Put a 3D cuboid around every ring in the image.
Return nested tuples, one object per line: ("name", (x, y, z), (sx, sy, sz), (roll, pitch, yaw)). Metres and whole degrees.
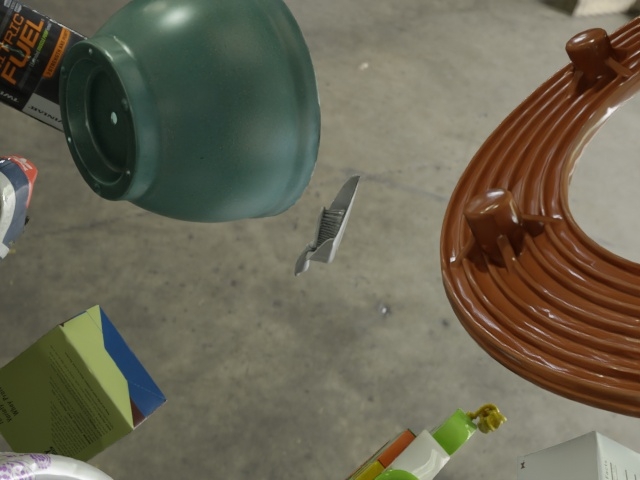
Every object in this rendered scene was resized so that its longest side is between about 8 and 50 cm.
("ring", (0.195, -0.061, 0.373), (0.337, 0.032, 0.336), (-25, 24, 12))

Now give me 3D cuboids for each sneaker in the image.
("sneaker", (-0.537, 0.009, 1.534), (0.131, 0.350, 0.148), (39, 29, -3))

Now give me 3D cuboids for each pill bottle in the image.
("pill bottle", (-0.409, -0.247, 1.275), (0.246, 0.130, 0.130), (26, 35, -23))

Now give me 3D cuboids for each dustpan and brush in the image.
("dustpan and brush", (0.000, 0.000, 1.576), (0.060, 0.211, 0.147), (19, 50, 3))

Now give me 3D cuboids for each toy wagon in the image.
("toy wagon", (0.044, 0.274, 1.007), (0.344, 0.267, 0.068), (-41, 81, -12))

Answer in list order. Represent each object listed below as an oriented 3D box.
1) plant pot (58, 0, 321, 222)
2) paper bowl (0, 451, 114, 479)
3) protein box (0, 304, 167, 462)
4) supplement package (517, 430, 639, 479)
("plant pot", (-0.167, -0.148, 1.102), (0.196, 0.293, 0.293), (-16, 49, -36))
("paper bowl", (-0.265, 0.307, 0.760), (0.148, 0.284, 0.284), (-6, 26, 36))
("protein box", (-0.399, 0.249, 1.577), (0.199, 0.201, 0.136), (54, 17, 0))
("supplement package", (0.395, 0.372, 1.323), (0.244, 0.139, 0.133), (28, 48, -29))
